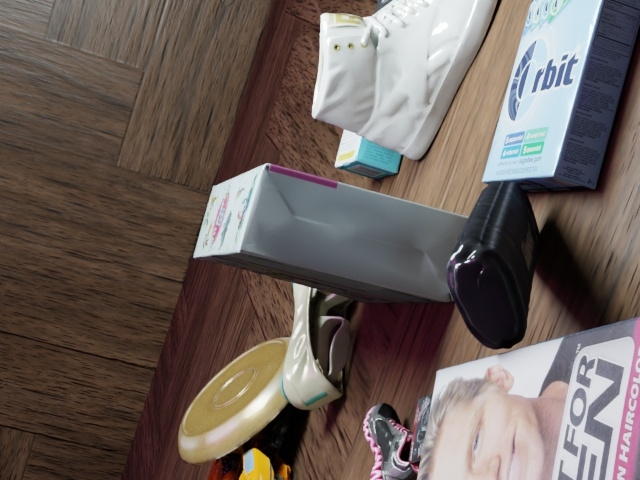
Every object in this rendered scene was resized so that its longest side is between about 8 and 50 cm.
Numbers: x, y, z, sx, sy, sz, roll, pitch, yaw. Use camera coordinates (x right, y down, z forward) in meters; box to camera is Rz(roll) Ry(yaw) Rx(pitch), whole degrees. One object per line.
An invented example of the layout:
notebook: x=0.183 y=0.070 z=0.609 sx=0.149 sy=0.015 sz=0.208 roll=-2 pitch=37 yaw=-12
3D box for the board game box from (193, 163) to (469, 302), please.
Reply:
board game box: x=0.000 y=0.000 z=1.281 sx=0.303 sy=0.224 sz=0.097 roll=169 pitch=115 yaw=-74

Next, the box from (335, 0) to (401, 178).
box: x=0.087 y=-0.206 z=1.519 sx=0.100 sy=0.060 sz=0.244 roll=174 pitch=112 yaw=-75

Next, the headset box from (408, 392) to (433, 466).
headset box: x=0.109 y=0.169 z=1.055 sx=0.083 sy=0.032 sz=0.062 roll=133 pitch=151 yaw=-64

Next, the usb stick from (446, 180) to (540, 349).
usb stick: x=0.135 y=0.010 z=0.886 sx=0.045 sy=0.077 sz=0.278 roll=-24 pitch=6 yaw=16

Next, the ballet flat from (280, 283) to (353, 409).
ballet flat: x=0.008 y=0.095 z=1.484 sx=0.086 sy=0.086 sz=0.248 roll=125 pitch=156 yaw=-53

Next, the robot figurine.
robot figurine: x=-0.095 y=0.339 z=1.564 sx=0.291 sy=0.085 sz=0.211 roll=-101 pitch=31 yaw=-62

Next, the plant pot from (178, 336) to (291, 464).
plant pot: x=-0.110 y=0.211 z=1.624 sx=0.236 sy=0.032 sz=0.236 roll=-35 pitch=16 yaw=12

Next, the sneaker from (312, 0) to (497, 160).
sneaker: x=0.089 y=-0.243 z=1.332 sx=0.108 sy=0.169 sz=0.292 roll=-99 pitch=29 yaw=-64

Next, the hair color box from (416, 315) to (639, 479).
hair color box: x=0.163 y=0.153 z=0.702 sx=0.347 sy=0.105 sz=0.174 roll=143 pitch=142 yaw=-69

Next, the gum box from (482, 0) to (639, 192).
gum box: x=0.205 y=-0.134 z=1.003 sx=0.157 sy=0.041 sz=0.184 roll=-174 pitch=101 yaw=-77

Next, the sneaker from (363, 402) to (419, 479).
sneaker: x=0.076 y=0.198 z=1.148 sx=0.057 sy=0.047 sz=0.119 roll=-49 pitch=28 yaw=27
